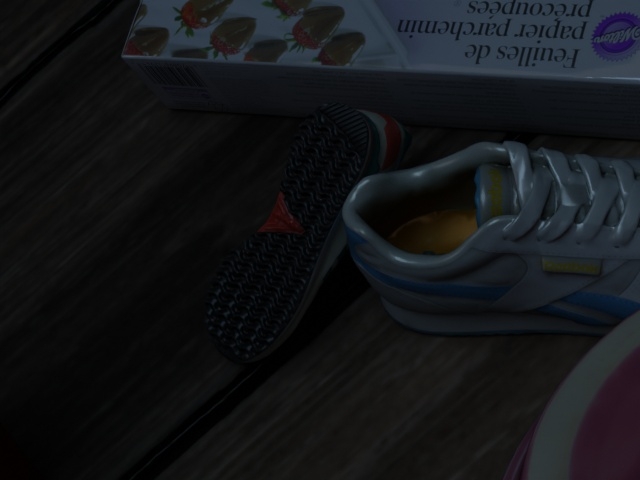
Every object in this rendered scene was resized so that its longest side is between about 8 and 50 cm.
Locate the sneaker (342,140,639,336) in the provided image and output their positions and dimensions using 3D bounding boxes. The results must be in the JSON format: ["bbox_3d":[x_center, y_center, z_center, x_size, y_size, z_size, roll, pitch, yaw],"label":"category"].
[{"bbox_3d":[0.123,-0.005,0.988,0.229,0.092,0.087,-9,59,20],"label":"sneaker"}]

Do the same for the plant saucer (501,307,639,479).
[{"bbox_3d":[0.214,0.105,0.811,0.332,0.084,0.332,-16,34,11],"label":"plant saucer"}]

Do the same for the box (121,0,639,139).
[{"bbox_3d":[0.044,-0.105,1.099,0.324,0.067,0.063,5,67,29],"label":"box"}]

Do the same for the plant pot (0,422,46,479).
[{"bbox_3d":[-0.294,0.162,1.018,0.267,0.267,0.235,9,55,30],"label":"plant pot"}]

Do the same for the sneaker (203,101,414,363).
[{"bbox_3d":[0.000,0.000,1.072,0.057,0.075,0.161,40,113,29],"label":"sneaker"}]
